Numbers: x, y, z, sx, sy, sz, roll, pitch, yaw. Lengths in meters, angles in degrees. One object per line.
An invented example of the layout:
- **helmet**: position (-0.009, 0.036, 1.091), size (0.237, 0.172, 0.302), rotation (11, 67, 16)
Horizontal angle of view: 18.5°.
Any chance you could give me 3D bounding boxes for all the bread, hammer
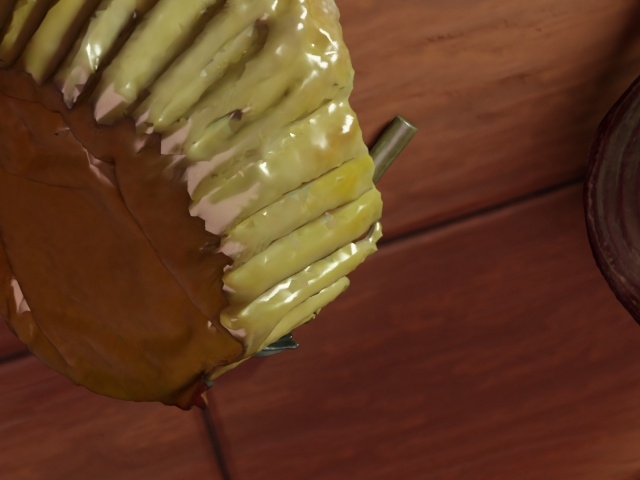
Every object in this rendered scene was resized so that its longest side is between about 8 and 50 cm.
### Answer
- **bread**: position (-0.098, -0.049, 1.010), size (0.274, 0.149, 0.274), rotation (19, 130, 25)
- **hammer**: position (0.000, 0.000, 1.192), size (0.062, 0.017, 0.182), rotation (31, 106, -28)

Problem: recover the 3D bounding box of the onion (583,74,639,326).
- **onion**: position (0.287, -0.034, 1.140), size (0.256, 0.272, 0.230), rotation (18, 139, -17)
